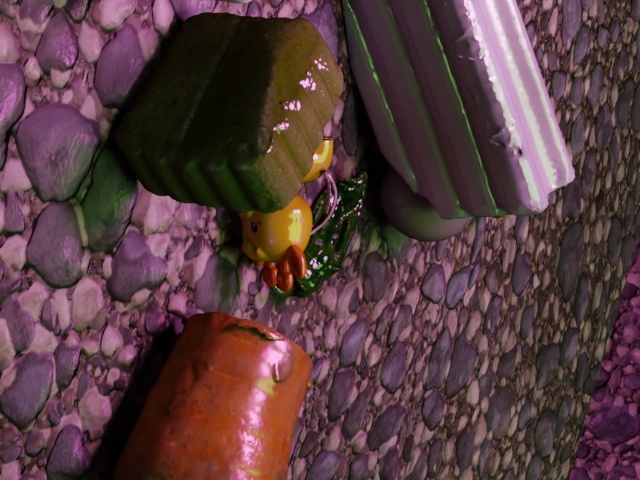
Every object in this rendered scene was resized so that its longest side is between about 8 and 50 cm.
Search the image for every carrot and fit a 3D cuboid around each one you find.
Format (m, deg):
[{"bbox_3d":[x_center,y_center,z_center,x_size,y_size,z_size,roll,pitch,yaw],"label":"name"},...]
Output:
[{"bbox_3d":[-0.145,0.284,1.823,0.224,0.224,0.341,55,47,-54],"label":"carrot"}]

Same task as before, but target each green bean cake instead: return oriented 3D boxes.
[{"bbox_3d":[-0.103,-0.160,1.714,0.248,0.222,0.125,-66,148,-26],"label":"green bean cake"}]

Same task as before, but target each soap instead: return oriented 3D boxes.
[{"bbox_3d":[0.192,-0.254,2.147,0.156,0.261,0.446,-41,116,-39],"label":"soap"}]

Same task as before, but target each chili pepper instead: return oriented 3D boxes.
[{"bbox_3d":[0.003,-0.002,2.131,0.257,0.074,0.100,-63,146,-34],"label":"chili pepper"}]

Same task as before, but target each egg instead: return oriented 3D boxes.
[{"bbox_3d":[0.176,-0.071,2.329,0.198,0.146,0.147,2,99,-55],"label":"egg"}]

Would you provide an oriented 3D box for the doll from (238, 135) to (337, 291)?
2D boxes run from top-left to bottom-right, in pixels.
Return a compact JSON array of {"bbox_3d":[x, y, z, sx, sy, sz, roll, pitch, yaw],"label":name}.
[{"bbox_3d":[-0.052,-0.041,1.962,0.135,0.143,0.221,1,94,-33],"label":"doll"}]

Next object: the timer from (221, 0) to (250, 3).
[{"bbox_3d":[-0.163,-0.391,1.541,0.195,0.192,0.194,36,69,-59],"label":"timer"}]

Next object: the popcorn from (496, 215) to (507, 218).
[{"bbox_3d":[0.315,-0.126,2.577,0.140,0.163,0.194,-44,173,-18],"label":"popcorn"}]
